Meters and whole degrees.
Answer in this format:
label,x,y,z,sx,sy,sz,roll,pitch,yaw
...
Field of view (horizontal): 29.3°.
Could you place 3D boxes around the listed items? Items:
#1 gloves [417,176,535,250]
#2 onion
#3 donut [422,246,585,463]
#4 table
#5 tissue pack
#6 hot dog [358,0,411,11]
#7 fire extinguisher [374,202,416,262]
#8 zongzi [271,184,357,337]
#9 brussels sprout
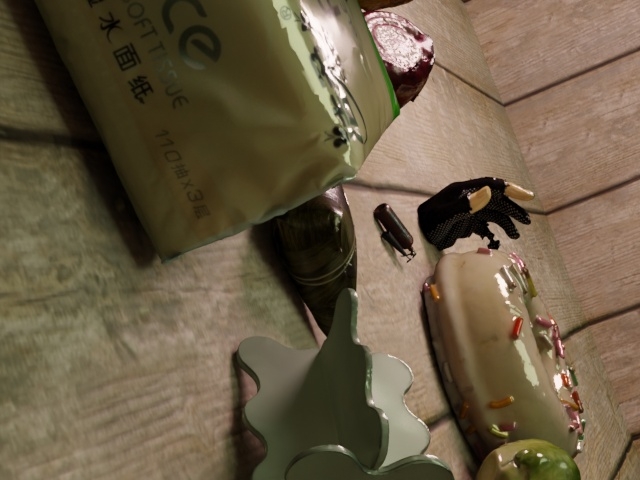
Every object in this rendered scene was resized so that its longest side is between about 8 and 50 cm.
label,x,y,z,sx,sy,sz,roll,pitch,yaw
gloves,0.253,-0.052,1.947,0.129,0.180,0.106,56,20,-36
onion,0.055,-0.255,1.727,0.198,0.135,0.173,30,34,5
donut,0.284,0.184,1.825,0.383,0.142,0.383,55,22,-36
table,0.015,0.155,1.027,0.166,0.166,0.198,56,13,-36
tissue pack,-0.101,-0.229,1.036,0.405,0.205,0.332,64,18,-9
hot dog,0.072,-0.371,1.179,0.405,0.185,0.223,39,29,-87
fire extinguisher,0.108,-0.003,1.701,0.100,0.032,0.046,53,11,-26
zongzi,0.000,0.000,1.308,0.187,0.084,0.184,-94,170,-56
brussels sprout,0.275,0.334,1.635,0.155,0.155,0.117,63,-11,-15
